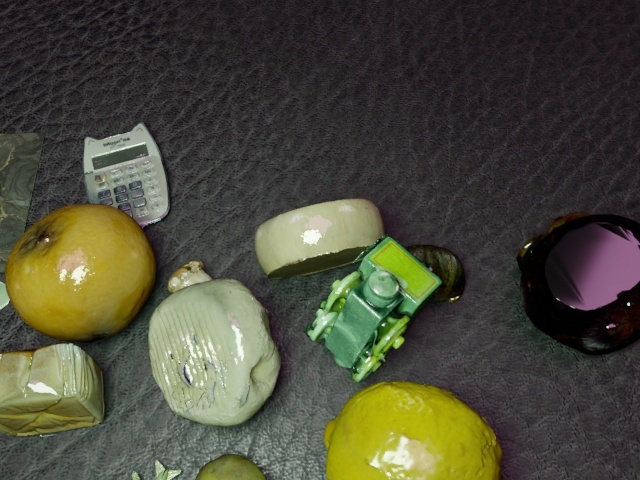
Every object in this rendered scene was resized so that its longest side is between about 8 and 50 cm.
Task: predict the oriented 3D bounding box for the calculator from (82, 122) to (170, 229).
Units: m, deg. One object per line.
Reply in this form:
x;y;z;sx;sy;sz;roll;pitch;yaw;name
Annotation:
-0.427;-0.132;1.320;0.177;0.040;0.268;-16;65;-7;calculator

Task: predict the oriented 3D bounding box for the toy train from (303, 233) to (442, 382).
0.093;0.129;1.070;0.159;0.271;0.188;42;55;15;toy train

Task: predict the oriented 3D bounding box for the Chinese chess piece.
0.000;0.000;1.138;0.250;0.250;0.103;-13;81;-6;Chinese chess piece

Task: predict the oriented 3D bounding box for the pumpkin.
0.203;0.063;1.188;0.184;0.107;0.119;-5;58;-4;pumpkin

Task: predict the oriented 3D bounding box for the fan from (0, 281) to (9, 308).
-0.740;0.117;1.217;0.240;0.009;0.131;1;66;0;fan

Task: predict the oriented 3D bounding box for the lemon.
0.146;0.354;0.963;0.284;0.260;0.260;38;70;16;lemon

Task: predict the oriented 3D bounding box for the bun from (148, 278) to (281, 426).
-0.185;0.200;1.073;0.273;0.168;0.272;1;91;32;bun

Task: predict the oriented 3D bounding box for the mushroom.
-0.200;0.114;1.185;0.209;0.071;0.084;29;36;11;mushroom

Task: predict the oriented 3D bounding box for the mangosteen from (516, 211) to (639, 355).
0.498;0.060;1.115;0.288;0.233;0.287;-10;68;27;mangosteen

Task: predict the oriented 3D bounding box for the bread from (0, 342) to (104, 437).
-0.484;0.257;1.035;0.192;0.209;0.109;-10;59;-5;bread

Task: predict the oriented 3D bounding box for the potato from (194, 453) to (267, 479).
-0.139;0.473;0.981;0.149;0.113;0.251;-18;56;0;potato

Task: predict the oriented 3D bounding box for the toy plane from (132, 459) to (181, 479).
-0.287;0.441;1.034;0.102;0.040;0.111;18;66;11;toy plane

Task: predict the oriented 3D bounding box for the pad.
-0.759;-0.089;1.314;0.248;0.007;0.367;-2;61;-1;pad

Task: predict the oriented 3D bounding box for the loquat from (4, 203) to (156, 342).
-0.440;0.056;1.111;0.263;0.263;0.263;0;64;0;loquat
